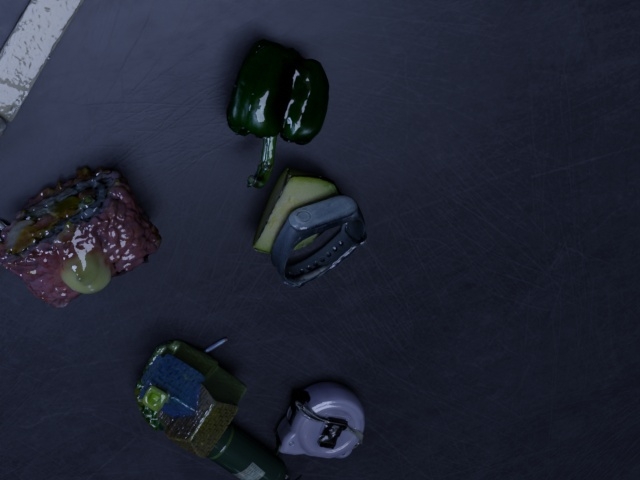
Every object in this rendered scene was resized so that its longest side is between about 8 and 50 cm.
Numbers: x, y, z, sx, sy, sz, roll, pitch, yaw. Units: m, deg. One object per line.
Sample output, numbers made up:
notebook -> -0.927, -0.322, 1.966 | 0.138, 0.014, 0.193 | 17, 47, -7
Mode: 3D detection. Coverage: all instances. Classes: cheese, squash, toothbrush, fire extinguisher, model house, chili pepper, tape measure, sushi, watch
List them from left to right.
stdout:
cheese -> -0.472, -0.384, 1.500 | 0.085, 0.034, 0.400 | 31, 103, -25
sushi -> -0.437, 0.006, 1.582 | 0.270, 0.236, 0.170 | -28, 126, -5
model house -> -0.283, 0.329, 1.752 | 0.214, 0.189, 0.195 | 37, 92, -3
toothbrush -> -0.281, 0.256, 1.854 | 0.193, 0.013, 0.019 | -29, 109, 1
fire extinguisher -> -0.155, 0.499, 1.958 | 0.118, 0.093, 0.294 | -31, 122, 30
chili pepper -> -0.095, -0.228, 1.598 | 0.174, 0.165, 0.261 | 5, 111, -36
squash -> -0.054, -0.069, 1.740 | 0.184, 0.085, 0.192 | 3, 125, -48
watch -> 0.000, 0.000, 1.741 | 0.206, 0.068, 0.193 | -23, 147, -24
tape measure -> 0.008, 0.407, 1.947 | 0.196, 0.105, 0.178 | 7, 111, -16

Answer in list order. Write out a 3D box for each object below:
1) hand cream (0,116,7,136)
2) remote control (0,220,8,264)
hand cream -> -0.612, -0.171, 1.551 | 0.061, 0.039, 0.143 | 32, 121, -27
remote control -> -0.675, 0.069, 1.657 | 0.261, 0.029, 0.067 | -45, 117, 8
